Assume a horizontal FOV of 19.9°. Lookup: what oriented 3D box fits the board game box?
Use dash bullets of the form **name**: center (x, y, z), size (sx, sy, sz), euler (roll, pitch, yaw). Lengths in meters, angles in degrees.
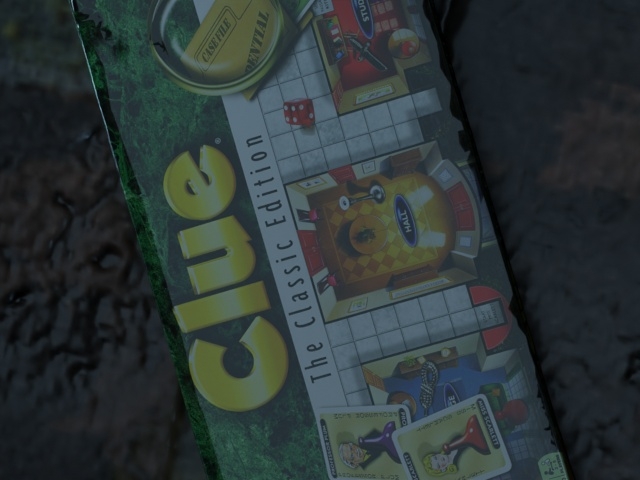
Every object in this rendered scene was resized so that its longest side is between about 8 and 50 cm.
- **board game box**: center (0.000, 0.000, 0.694), size (0.136, 0.030, 0.259), euler (-17, 89, 13)
